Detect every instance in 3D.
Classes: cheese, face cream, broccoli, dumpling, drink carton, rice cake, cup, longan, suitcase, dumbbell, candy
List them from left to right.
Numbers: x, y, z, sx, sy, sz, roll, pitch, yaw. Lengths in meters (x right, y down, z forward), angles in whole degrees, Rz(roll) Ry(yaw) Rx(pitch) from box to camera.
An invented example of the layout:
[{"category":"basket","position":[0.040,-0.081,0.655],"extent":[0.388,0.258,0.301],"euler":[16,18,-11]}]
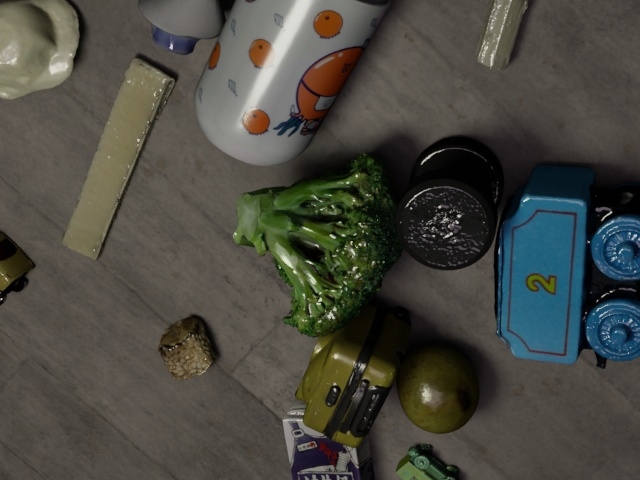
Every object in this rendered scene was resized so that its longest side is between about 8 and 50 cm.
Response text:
[{"category":"dumpling","position":[-0.523,-0.322,1.733],"extent":[0.250,0.132,0.162],"euler":[-19,98,5]},{"category":"cheese","position":[-0.367,-0.137,1.820],"extent":[0.085,0.034,0.400],"euler":[30,116,1]},{"category":"candy","position":[-0.250,0.203,1.905],"extent":[0.095,0.085,0.110],"euler":[-21,116,15]},{"category":"face cream","position":[-0.175,-0.482,1.544],"extent":[0.137,0.234,0.420],"euler":[6,119,-23]},{"category":"cup","position":[-0.058,-0.284,1.585],"extent":[0.212,0.212,0.317],"euler":[31,118,0]},{"category":"broccoli","position":[0.000,0.000,1.648],"extent":[0.275,0.308,0.307],"euler":[9,121,-32]},{"category":"drink carton","position":[0.019,0.402,1.910],"extent":[0.134,0.102,0.222],"euler":[-2,110,18]},{"category":"suitcase","position":[0.053,0.216,1.746],"extent":[0.143,0.235,0.193],"euler":[24,116,3]},{"category":"longan","position":[0.195,0.257,1.786],"extent":[0.176,0.145,0.154],"euler":[12,99,48]},{"category":"dumbbell","position":[0.205,-0.061,1.603],"extent":[0.153,0.218,0.152],"euler":[5,114,12]},{"category":"rice cake","position":[0.290,-0.380,1.544],"extent":[0.057,0.052,0.256],"euler":[4,116,-19]}]

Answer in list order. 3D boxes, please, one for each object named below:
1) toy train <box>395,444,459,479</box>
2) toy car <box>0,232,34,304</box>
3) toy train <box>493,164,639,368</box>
[{"category":"toy train","position":[0.201,0.433,1.903],"extent":[0.122,0.050,0.081],"euler":[41,120,-5]},{"category":"toy car","position":[-0.671,0.099,1.958],"extent":[0.257,0.101,0.124],"euler":[-37,95,23]},{"category":"toy train","position":[0.406,0.048,1.623],"extent":[0.265,0.188,0.300],"euler":[5,116,17]}]
